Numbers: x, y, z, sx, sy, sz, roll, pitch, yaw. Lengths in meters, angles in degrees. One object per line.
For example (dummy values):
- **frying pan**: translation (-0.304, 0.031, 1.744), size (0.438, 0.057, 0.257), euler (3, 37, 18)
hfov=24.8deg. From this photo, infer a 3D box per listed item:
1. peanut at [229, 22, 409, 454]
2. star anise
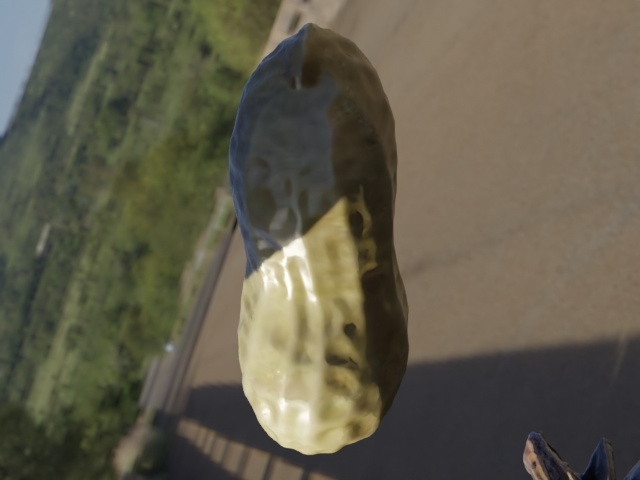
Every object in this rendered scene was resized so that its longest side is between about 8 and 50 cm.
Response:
- **peanut**: translation (0.000, 0.000, 1.000), size (0.136, 0.120, 0.298), euler (-88, -4, -71)
- **star anise**: translation (0.279, 0.286, 1.424), size (0.229, 0.236, 0.093), euler (-46, 4, 2)
